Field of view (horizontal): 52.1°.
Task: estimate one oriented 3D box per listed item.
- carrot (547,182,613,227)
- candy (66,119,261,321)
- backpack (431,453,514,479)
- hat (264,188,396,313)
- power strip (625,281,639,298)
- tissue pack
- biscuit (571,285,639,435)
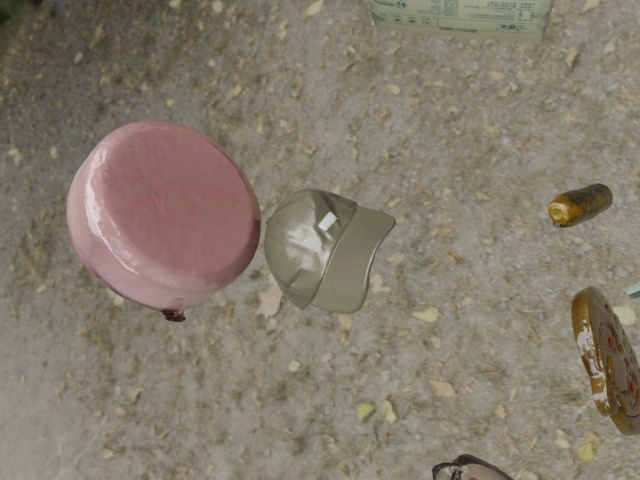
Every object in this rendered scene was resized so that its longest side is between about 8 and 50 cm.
[{"bbox_3d":[0.590,-0.080,1.496,0.082,0.173,0.082,26,125,44],"label":"carrot"},{"bbox_3d":[-0.193,-0.028,0.841,0.094,0.255,0.255,-32,58,46],"label":"candy"},{"bbox_3d":[0.270,0.500,1.141,0.139,0.229,0.229,91,161,-58],"label":"backpack"},{"bbox_3d":[0.000,0.000,0.819,0.173,0.144,0.166,139,156,-78],"label":"hat"},{"bbox_3d":[0.605,0.084,1.212,0.083,0.027,0.017,-36,40,40],"label":"power strip"},{"bbox_3d":[0.282,-0.551,1.301,0.381,0.297,0.207,10,75,12],"label":"tissue pack"},{"bbox_3d":[0.766,0.320,1.708,0.070,0.350,0.394,-22,109,34],"label":"biscuit"}]
